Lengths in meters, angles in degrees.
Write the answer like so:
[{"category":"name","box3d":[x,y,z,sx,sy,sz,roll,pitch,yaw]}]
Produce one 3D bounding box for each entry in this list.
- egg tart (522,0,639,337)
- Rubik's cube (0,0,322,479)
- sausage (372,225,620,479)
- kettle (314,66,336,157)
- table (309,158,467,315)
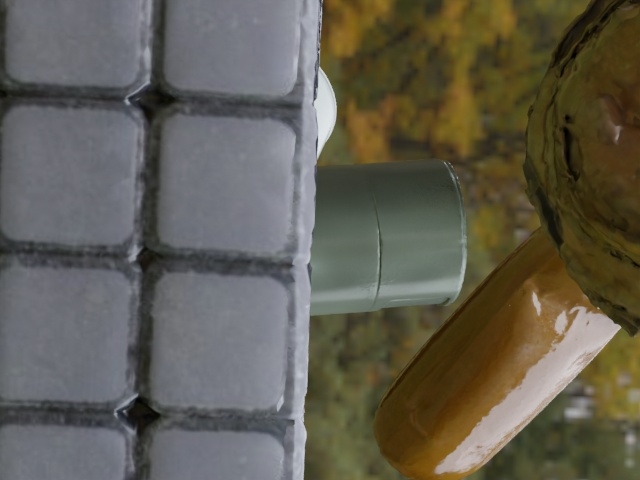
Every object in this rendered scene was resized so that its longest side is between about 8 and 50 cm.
[{"category":"egg tart","box3d":[0.302,-0.086,1.583,0.150,0.352,0.352,17,72,-56]},{"category":"Rubik's cube","box3d":[-0.185,-0.001,1.144,0.337,0.344,0.344,-151,-116,-85]},{"category":"sausage","box3d":[0.189,0.084,1.819,0.354,0.134,0.116,-48,-152,24]},{"category":"kettle","box3d":[-0.128,-0.106,2.263,0.265,0.205,0.318,56,37,-23]},{"category":"table","box3d":[0.000,0.000,1.636,0.126,0.220,0.126,176,-90,-76]}]
